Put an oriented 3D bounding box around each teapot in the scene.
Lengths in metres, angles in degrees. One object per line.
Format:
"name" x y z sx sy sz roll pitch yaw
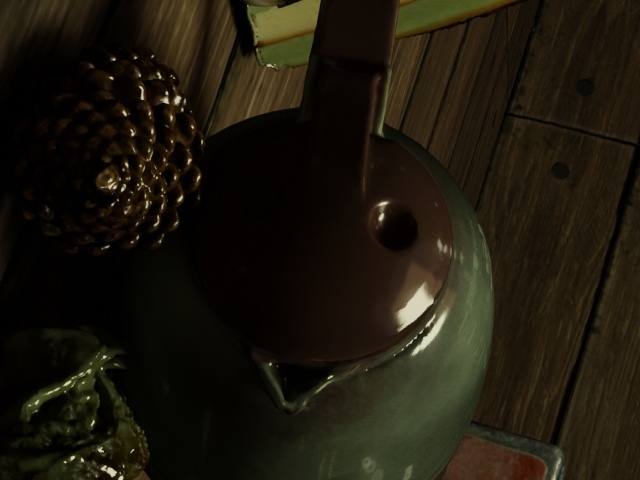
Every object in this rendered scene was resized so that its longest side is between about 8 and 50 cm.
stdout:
"teapot" 0.000 0.000 0.975 0.312 0.233 0.315 103 -4 -69

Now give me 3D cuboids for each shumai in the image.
"shumai" -0.141 0.086 0.869 0.124 0.099 0.087 -20 108 -79

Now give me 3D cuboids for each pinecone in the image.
"pinecone" -0.101 -0.051 0.830 0.102 0.102 0.109 93 13 -48

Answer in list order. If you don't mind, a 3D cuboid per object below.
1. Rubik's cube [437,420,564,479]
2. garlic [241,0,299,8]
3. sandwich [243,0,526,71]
"Rubik's cube" 0.024 0.288 1.403 0.301 0.304 0.305 58 50 -75
"garlic" -0.035 -0.187 1.032 0.094 0.074 0.113 59 26 -10
"sandwich" 0.031 -0.260 1.197 0.155 0.227 0.198 76 -4 -66
